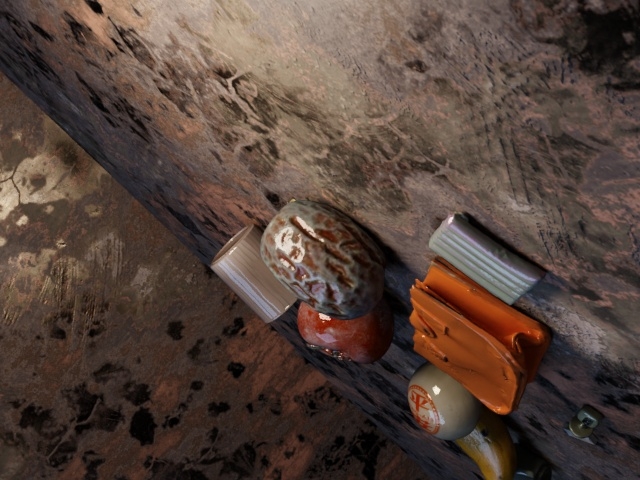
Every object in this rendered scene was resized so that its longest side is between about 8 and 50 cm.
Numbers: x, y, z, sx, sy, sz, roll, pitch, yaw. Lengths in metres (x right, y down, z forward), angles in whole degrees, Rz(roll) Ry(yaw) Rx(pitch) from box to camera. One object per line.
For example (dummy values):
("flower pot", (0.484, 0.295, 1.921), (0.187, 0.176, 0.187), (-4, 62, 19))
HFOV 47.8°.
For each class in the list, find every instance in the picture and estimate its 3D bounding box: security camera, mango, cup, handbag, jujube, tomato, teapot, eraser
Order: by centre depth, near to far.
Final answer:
("handbag", (0.334, 0.223, 1.592), (0.303, 0.116, 0.410), (34, 162, 23))
("security camera", (0.592, 0.401, 1.610), (0.058, 0.058, 0.092), (33, 154, 25))
("jujube", (0.014, 0.055, 1.693), (0.308, 0.215, 0.246), (35, 164, 14))
("eraser", (0.628, 0.467, 1.749), (0.038, 0.019, 0.083), (45, 164, -21))
("tomato", (0.071, 0.210, 1.963), (0.270, 0.227, 0.270), (19, 167, 5))
("mango", (0.485, 0.584, 2.133), (0.295, 0.120, 0.177), (55, 145, 9))
("teapot", (0.642, 0.718, 2.191), (0.149, 0.162, 0.239), (11, 160, 38))
("cup", (-0.184, 0.088, 2.348), (0.273, 0.288, 0.208), (45, 128, -12))

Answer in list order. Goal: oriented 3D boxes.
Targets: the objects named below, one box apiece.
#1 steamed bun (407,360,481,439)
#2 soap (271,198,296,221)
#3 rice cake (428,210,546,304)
("steamed bun", (0.332, 0.456, 2.034), (0.232, 0.145, 0.232), (33, 133, 44))
("soap", (-0.078, -0.018, 1.937), (0.037, 0.092, 0.252), (37, 164, 19))
("rice cake", (0.295, 0.033, 1.314), (0.198, 0.037, 0.189), (39, 165, 7))
